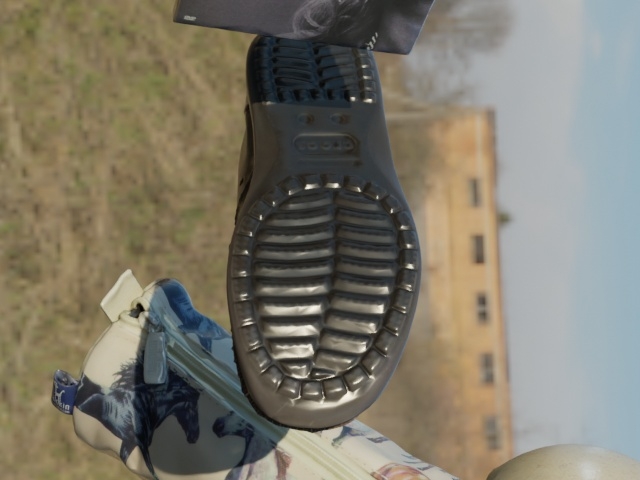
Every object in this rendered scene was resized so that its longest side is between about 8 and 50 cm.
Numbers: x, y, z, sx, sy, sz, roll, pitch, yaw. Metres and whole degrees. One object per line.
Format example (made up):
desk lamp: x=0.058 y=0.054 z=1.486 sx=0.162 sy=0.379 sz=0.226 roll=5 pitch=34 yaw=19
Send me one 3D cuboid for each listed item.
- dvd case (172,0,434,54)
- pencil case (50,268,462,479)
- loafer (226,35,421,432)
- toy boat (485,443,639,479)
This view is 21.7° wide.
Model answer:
dvd case: x=0.010 y=-0.200 z=1.032 sx=0.221 sy=0.165 sz=0.018 roll=115 pitch=-23 yaw=-51
pencil case: x=-0.024 y=0.189 z=1.373 sx=0.160 sy=0.410 sz=0.183 roll=-51 pitch=156 yaw=-16
loafer: x=0.000 y=0.000 z=1.231 sx=0.130 sy=0.134 sz=0.366 roll=98 pitch=-4 yaw=-48
toy boat: x=0.168 y=0.251 z=0.833 sx=0.267 sy=0.148 sz=0.318 roll=39 pitch=21 yaw=-35
